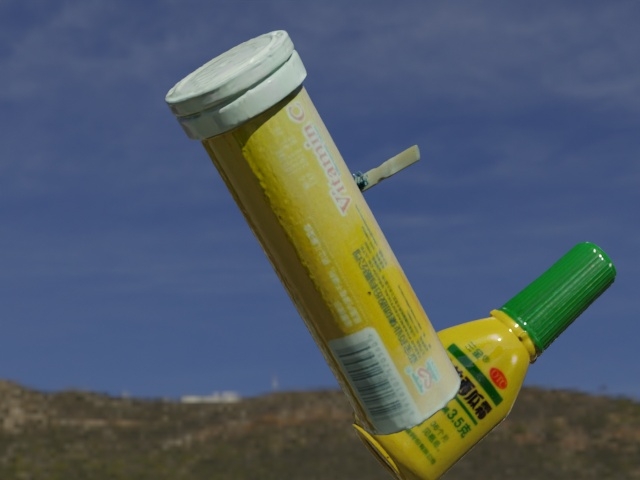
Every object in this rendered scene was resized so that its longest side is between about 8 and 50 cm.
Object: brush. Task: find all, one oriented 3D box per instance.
[{"bbox_3d":[0.044,-0.053,1.228,0.083,0.016,0.013,-28,-44,25],"label":"brush"}]

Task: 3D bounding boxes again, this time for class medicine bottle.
[{"bbox_3d":[0.000,0.000,0.817,0.074,0.074,0.218,-17,-69,33],"label":"medicine bottle"},{"bbox_3d":[0.145,0.098,1.297,0.260,0.095,0.064,-40,-4,-12],"label":"medicine bottle"}]
